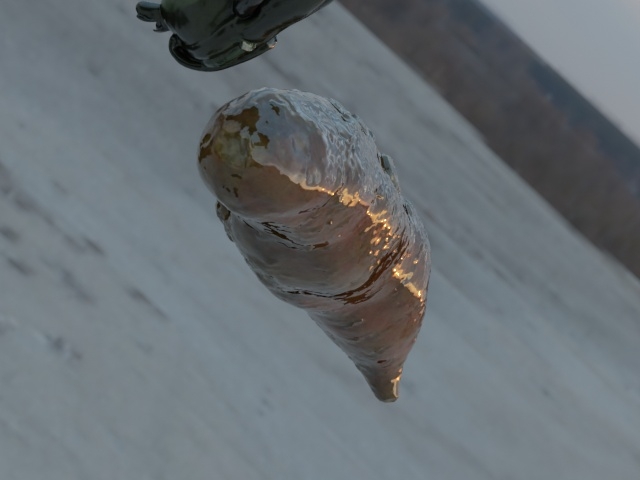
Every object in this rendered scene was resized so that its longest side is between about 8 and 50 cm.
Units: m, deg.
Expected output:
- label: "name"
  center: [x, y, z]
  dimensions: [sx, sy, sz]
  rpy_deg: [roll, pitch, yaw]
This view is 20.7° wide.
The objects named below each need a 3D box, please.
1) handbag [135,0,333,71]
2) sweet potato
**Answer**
- label: "handbag"
  center: [-0.025, -0.106, 0.705]
  dimensions: [0.047, 0.111, 0.072]
  rpy_deg: [40, 36, -28]
- label: "sweet potato"
  center: [-0.001, -0.012, 0.895]
  dimensions: [0.354, 0.095, 0.106]
  rpy_deg: [60, 21, -67]
